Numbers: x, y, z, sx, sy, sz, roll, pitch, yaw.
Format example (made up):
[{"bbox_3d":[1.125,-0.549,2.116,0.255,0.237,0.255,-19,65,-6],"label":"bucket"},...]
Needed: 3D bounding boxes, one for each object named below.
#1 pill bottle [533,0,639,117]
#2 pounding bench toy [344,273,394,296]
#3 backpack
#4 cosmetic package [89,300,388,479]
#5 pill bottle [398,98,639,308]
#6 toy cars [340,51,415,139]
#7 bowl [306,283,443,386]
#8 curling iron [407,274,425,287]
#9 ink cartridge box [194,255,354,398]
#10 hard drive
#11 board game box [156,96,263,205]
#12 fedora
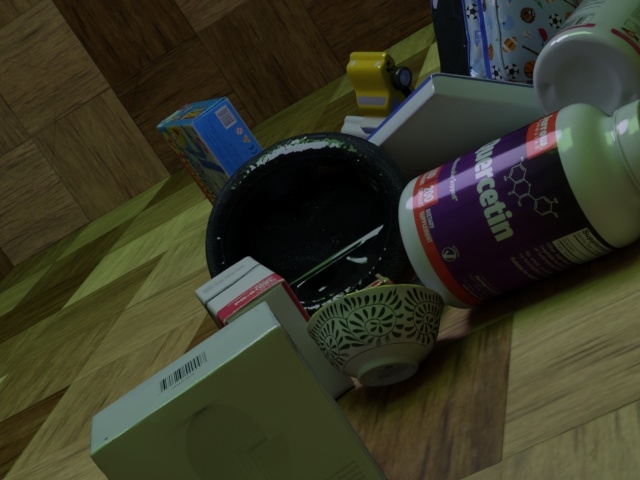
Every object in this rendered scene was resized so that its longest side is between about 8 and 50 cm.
[{"bbox_3d":[0.418,-0.271,1.839,0.160,0.160,0.283,-22,17,39],"label":"pill bottle"},{"bbox_3d":[0.075,0.082,1.822,0.065,0.052,0.083,-34,14,-5],"label":"pounding bench toy"},{"bbox_3d":[0.345,-0.361,2.293,0.263,0.276,0.213,-7,5,-34],"label":"backpack"},{"bbox_3d":[-0.081,0.223,1.333,0.224,0.224,0.138,-34,11,-3],"label":"cosmetic package"},{"bbox_3d":[0.266,-0.049,1.570,0.323,0.181,0.181,-26,16,30],"label":"pill bottle"},{"bbox_3d":[0.102,-0.162,2.104,0.087,0.176,0.393,-56,-11,-20],"label":"toy cars"},{"bbox_3d":[0.073,0.125,1.564,0.170,0.170,0.080,-26,59,27],"label":"bowl"},{"bbox_3d":[0.141,0.046,1.712,0.035,0.068,0.274,21,34,30],"label":"curling iron"},{"bbox_3d":[-0.067,0.127,1.736,0.100,0.172,0.237,-35,14,-8],"label":"ink cartridge box"},{"bbox_3d":[0.179,-0.150,1.976,0.210,0.040,0.319,3,-25,-27],"label":"hard drive"},{"bbox_3d":[-0.170,-0.128,2.552,0.086,0.308,0.302,-39,14,-14],"label":"board game box"},{"bbox_3d":[0.000,0.000,1.972,0.334,0.334,0.152,-30,-19,12],"label":"fedora"}]
